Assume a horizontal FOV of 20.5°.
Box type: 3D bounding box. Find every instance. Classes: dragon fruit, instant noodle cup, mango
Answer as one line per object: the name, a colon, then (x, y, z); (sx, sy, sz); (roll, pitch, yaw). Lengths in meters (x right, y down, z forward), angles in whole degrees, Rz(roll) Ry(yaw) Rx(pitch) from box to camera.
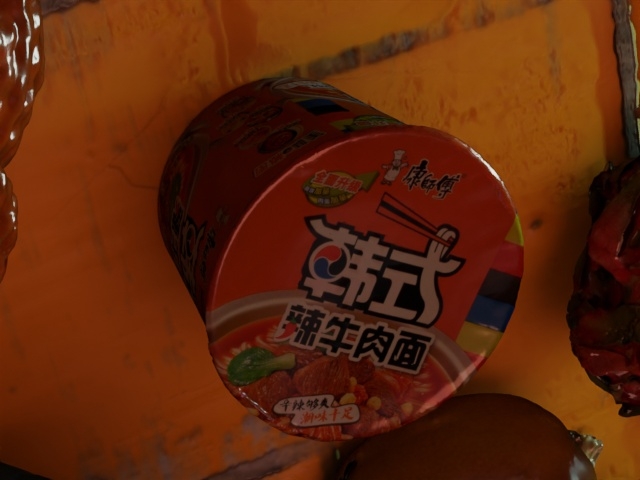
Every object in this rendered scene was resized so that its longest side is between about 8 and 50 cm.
dragon fruit: (0.344, 0.023, 1.487); (0.302, 0.231, 0.237); (-29, 135, 2)
instant noodle cup: (0.000, 0.000, 1.330); (0.250, 0.192, 0.250); (-10, 117, -21)
mango: (0.119, 0.219, 1.527); (0.236, 0.136, 0.166); (-20, 88, -6)

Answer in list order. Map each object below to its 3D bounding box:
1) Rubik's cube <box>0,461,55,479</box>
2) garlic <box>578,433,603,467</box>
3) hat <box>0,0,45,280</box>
Rubik's cube: (-0.226, 0.401, 1.249); (0.347, 0.346, 0.344); (-42, 121, -32)
garlic: (0.254, 0.303, 1.609); (0.245, 0.245, 0.253); (-9, 81, -22)
hat: (-0.285, -0.130, 1.151); (0.285, 0.285, 0.400); (41, 65, -34)
